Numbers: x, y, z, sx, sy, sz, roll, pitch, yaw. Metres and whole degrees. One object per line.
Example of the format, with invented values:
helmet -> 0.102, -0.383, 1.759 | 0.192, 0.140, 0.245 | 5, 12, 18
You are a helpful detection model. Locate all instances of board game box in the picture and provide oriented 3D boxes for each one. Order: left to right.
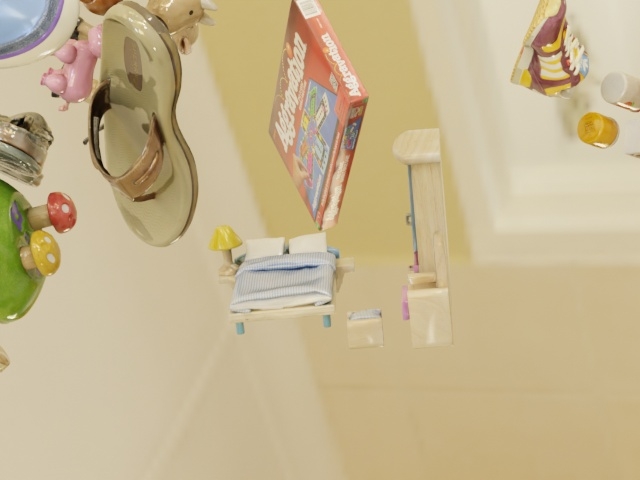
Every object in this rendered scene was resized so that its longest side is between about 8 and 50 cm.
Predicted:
board game box -> -0.006, -0.138, 2.046 | 0.281, 0.027, 0.145 | 103, 144, -61

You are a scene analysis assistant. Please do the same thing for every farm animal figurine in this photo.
farm animal figurine -> -0.196, -0.299, 2.178 | 0.330, 0.172, 0.327 | 114, 174, -71

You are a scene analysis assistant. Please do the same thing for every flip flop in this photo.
flip flop -> -0.180, -0.101, 1.777 | 0.080, 0.112, 0.277 | -43, -29, -34

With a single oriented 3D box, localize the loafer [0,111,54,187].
loafer -> -0.364, -0.125, 2.245 | 0.267, 0.096, 0.084 | 147, 148, -82

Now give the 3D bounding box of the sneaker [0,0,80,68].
sneaker -> -0.388, -0.248, 1.582 | 0.236, 0.322, 0.130 | 30, -100, -73

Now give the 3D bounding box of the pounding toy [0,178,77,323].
pounding toy -> -0.353, -0.010, 2.176 | 0.237, 0.110, 0.183 | 47, -149, -67

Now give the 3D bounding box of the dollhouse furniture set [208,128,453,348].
dollhouse furniture set -> 0.000, 0.000, 2.226 | 0.286, 0.303, 0.198 | -78, -17, -74

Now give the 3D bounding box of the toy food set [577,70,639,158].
toy food set -> 0.422, -0.149, 2.172 | 0.104, 0.232, 0.111 | 14, -104, -43

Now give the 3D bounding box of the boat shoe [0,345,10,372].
boat shoe -> -0.414, 0.065, 1.700 | 0.092, 0.285, 0.103 | -58, -11, -6

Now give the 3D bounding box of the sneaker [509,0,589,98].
sneaker -> 0.277, -0.225, 2.159 | 0.185, 0.084, 0.069 | 99, -166, -71
